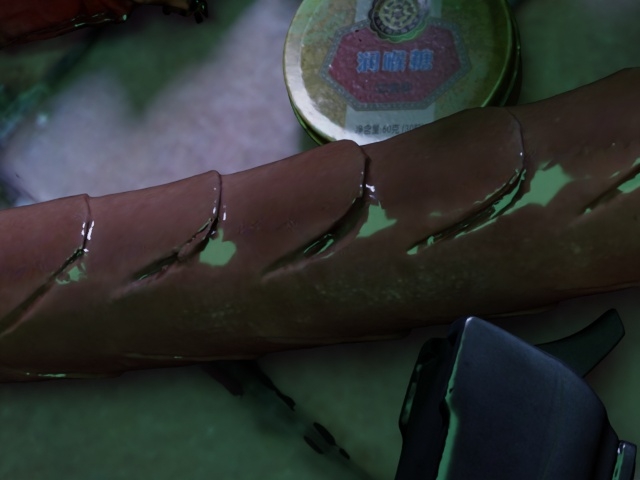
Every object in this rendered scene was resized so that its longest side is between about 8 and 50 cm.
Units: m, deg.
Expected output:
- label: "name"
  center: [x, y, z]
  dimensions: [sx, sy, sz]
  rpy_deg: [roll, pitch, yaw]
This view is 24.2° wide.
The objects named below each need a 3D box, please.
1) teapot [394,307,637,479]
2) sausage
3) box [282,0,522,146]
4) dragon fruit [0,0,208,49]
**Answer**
- label: "teapot"
  center: [0.074, 0.104, 0.562]
  dimensions: [0.096, 0.087, 0.177]
  rpy_deg: [18, 75, -4]
- label: "sausage"
  center: [0.001, 0.001, 0.606]
  dimensions: [0.433, 0.088, 0.088]
  rpy_deg: [-11, 68, 18]
- label: "box"
  center: [0.036, -0.078, 0.659]
  dimensions: [0.106, 0.037, 0.105]
  rpy_deg: [-5, 69, 14]
- label: "dragon fruit"
  center: [-0.122, -0.140, 0.726]
  dimensions: [0.192, 0.122, 0.092]
  rpy_deg: [2, 110, 13]
